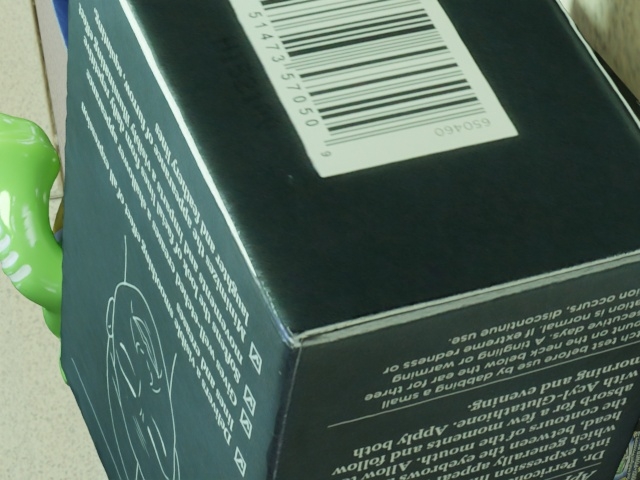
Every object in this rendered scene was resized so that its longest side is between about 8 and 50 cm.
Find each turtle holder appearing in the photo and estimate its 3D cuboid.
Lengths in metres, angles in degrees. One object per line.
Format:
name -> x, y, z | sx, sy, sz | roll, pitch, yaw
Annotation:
turtle holder -> -0.136, 0.002, 1.692 | 0.243, 0.320, 0.227 | 111, 161, -68

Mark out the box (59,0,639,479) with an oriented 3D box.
box -> 0.004, 0.037, 1.059 | 0.395, 0.212, 0.293 | 102, 149, -50

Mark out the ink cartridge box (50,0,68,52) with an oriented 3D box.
ink cartridge box -> -0.139, -0.194, 1.799 | 0.045, 0.224, 0.223 | -49, 42, 27

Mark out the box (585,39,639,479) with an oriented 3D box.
box -> 0.124, 0.018, 1.125 | 0.216, 0.060, 0.270 | -120, 25, -43
